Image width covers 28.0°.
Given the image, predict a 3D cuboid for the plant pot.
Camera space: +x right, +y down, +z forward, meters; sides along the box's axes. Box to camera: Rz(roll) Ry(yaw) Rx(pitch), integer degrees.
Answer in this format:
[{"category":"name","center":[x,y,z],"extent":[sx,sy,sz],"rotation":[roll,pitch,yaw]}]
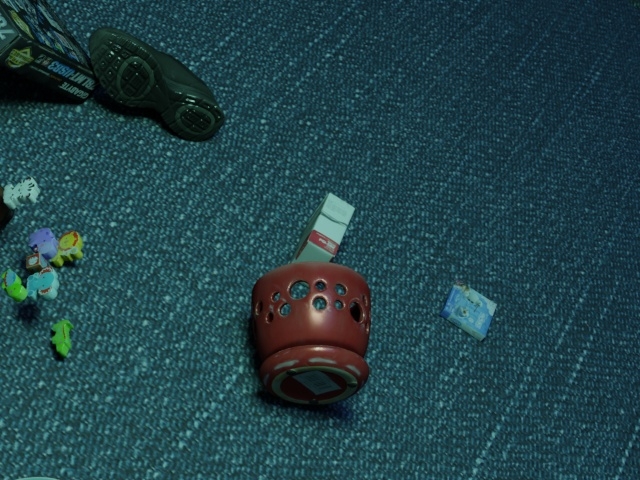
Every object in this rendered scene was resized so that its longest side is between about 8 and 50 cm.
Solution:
[{"category":"plant pot","center":[-0.015,0.151,1.994],"extent":[0.191,0.191,0.174],"rotation":[14,55,-21]}]

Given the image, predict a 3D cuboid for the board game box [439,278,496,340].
[{"category":"board game box","center":[0.266,0.125,2.307],"extent":[0.090,0.020,0.090],"rotation":[33,43,-4]}]

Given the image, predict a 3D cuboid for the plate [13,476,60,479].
[{"category":"plate","center":[-0.386,0.372,1.623],"extent":[0.188,0.024,0.188],"rotation":[-7,33,5]}]

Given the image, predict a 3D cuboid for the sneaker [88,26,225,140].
[{"category":"sneaker","center":[-0.294,-0.286,2.241],"extent":[0.286,0.109,0.130],"rotation":[37,22,-38]}]

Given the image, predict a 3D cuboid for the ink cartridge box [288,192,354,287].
[{"category":"ink cartridge box","center":[0.000,0.000,2.193],"extent":[0.056,0.099,0.135],"rotation":[30,44,-6]}]

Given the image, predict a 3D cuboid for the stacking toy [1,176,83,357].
[{"category":"stacking toy","center":[-0.401,0.036,1.871],"extent":[0.052,0.167,0.221],"rotation":[-17,51,10]}]

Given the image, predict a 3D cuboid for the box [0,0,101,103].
[{"category":"box","center":[-0.517,-0.382,2.117],"extent":[0.295,0.073,0.293],"rotation":[52,10,15]}]

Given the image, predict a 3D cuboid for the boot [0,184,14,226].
[{"category":"boot","center":[-0.567,-0.124,1.837],"extent":[0.096,0.280,0.264],"rotation":[-39,85,-5]}]
